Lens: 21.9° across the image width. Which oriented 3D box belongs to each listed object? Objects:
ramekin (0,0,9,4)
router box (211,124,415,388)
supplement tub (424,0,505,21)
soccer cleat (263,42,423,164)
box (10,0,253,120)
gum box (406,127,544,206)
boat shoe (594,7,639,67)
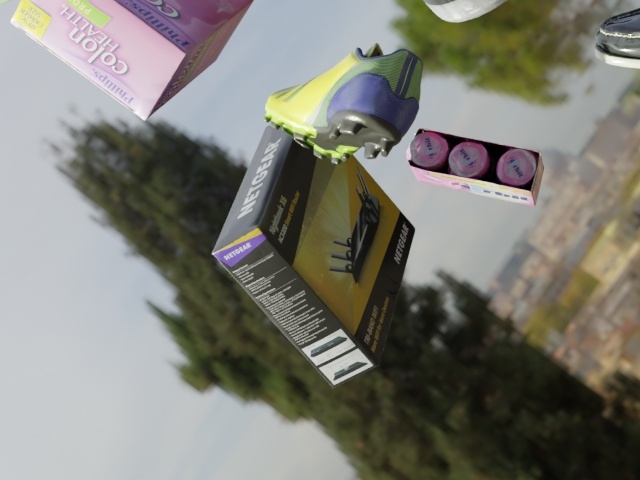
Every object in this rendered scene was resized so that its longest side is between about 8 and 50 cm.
[{"bbox_3d":[-0.384,-0.406,1.716,0.303,0.303,0.148,-60,5,42],"label":"ramekin"},{"bbox_3d":[0.000,0.000,2.125,0.081,0.243,0.309,-29,24,29],"label":"router box"},{"bbox_3d":[0.145,-0.485,2.307,0.207,0.338,0.207,-35,29,23],"label":"supplement tub"},{"bbox_3d":[0.029,-0.152,1.775,0.121,0.093,0.289,-64,22,-7],"label":"soccer cleat"},{"bbox_3d":[-0.236,-0.298,2.123,0.117,0.213,0.243,-54,-1,32],"label":"box"},{"bbox_3d":[0.219,-0.106,2.358,0.107,0.188,0.062,42,-119,-76],"label":"gum box"},{"bbox_3d":[0.464,-0.272,1.867,0.127,0.340,0.113,-48,-52,-44],"label":"boat shoe"}]
